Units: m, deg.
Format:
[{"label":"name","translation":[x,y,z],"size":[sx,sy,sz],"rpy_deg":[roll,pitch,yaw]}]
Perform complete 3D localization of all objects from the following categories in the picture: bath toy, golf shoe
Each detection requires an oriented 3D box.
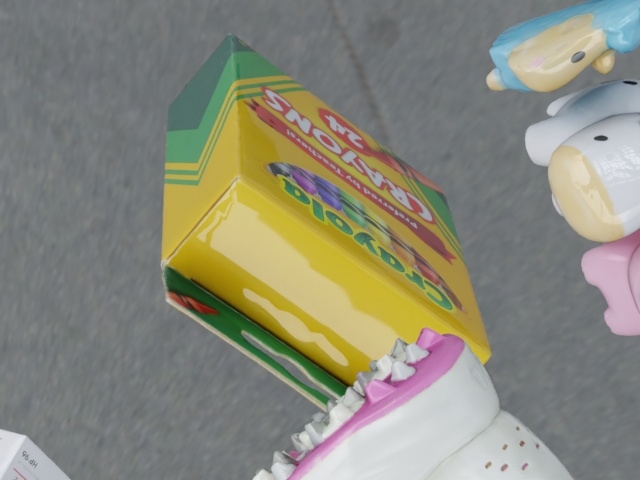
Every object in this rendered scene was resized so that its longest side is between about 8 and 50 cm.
[{"label":"bath toy","translation":[0.232,0.005,1.307],"size":[0.348,0.129,0.151],"rpy_deg":[61,34,-20]},{"label":"golf shoe","translation":[-0.006,0.169,0.755],"size":[0.140,0.306,0.115],"rpy_deg":[43,39,3]}]

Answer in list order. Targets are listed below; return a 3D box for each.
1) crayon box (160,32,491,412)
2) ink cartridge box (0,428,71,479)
[{"label":"crayon box","translation":[0.000,0.000,1.285],"size":[0.202,0.318,0.081],"rpy_deg":[36,108,-18]},{"label":"ink cartridge box","translation":[-0.156,0.115,0.985],"size":[0.083,0.048,0.028],"rpy_deg":[10,60,37]}]
